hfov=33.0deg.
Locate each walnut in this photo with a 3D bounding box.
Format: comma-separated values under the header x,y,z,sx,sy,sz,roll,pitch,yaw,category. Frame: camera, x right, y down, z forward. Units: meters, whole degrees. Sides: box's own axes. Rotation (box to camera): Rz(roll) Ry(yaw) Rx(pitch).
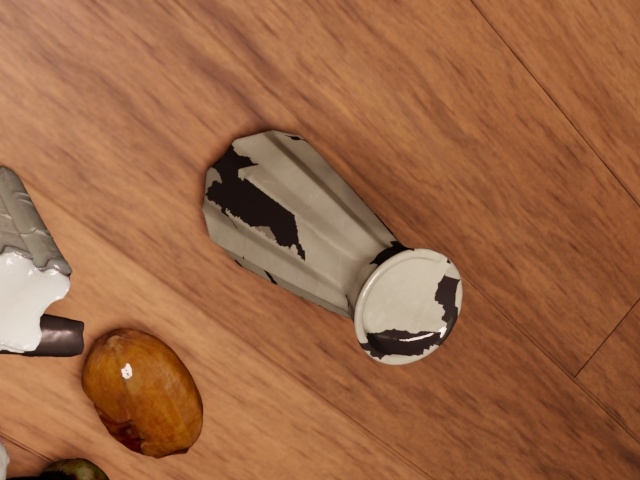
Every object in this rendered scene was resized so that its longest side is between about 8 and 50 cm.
x,y,z,sx,sy,sz,roll,pitch,yaw,category
-0.200,0.183,1.249,0.116,0.116,0.207,-37,130,-10,walnut

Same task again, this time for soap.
x,y,z,sx,sy,sz,roll,pitch,yaw,category
-0.336,-0.003,1.001,0.150,0.261,0.094,20,104,-32,soap

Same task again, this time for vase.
x,y,z,sx,sy,sz,roll,pitch,yaw,category
0.000,0.000,1.120,0.165,0.360,0.165,-11,115,-24,vase

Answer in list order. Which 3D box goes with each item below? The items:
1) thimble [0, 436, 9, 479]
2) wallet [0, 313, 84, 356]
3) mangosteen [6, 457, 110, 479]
x,y,z,sx,sy,sz,roll,pitch,yaw,category
-0.430,0.227,1.101,0.149,0.185,0.211,61,37,-37,thimble
-0.430,0.076,1.027,0.377,0.197,0.051,9,82,-32,wallet
-0.304,0.382,1.203,0.233,0.287,0.287,-24,124,13,mangosteen
